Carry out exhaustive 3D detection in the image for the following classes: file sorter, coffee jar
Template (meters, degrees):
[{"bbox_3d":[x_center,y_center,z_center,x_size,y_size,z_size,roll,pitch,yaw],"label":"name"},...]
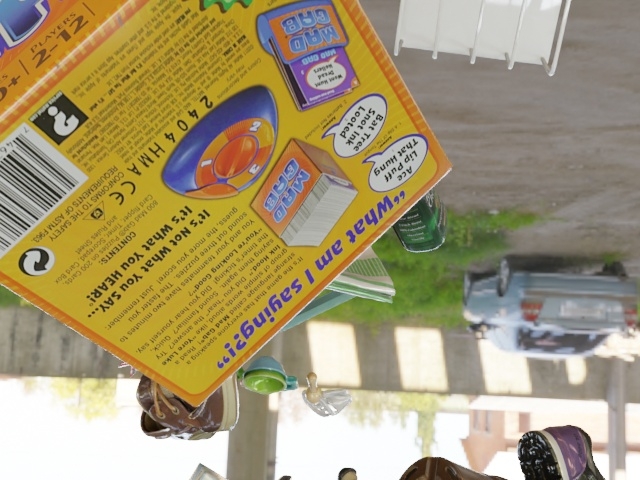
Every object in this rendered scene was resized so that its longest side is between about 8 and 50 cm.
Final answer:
[{"bbox_3d":[0.268,-0.395,1.273,0.277,0.193,0.173,9,-155,7],"label":"file sorter"},{"bbox_3d":[0.132,-0.066,1.150,0.079,0.096,0.184,-8,146,25],"label":"coffee jar"}]

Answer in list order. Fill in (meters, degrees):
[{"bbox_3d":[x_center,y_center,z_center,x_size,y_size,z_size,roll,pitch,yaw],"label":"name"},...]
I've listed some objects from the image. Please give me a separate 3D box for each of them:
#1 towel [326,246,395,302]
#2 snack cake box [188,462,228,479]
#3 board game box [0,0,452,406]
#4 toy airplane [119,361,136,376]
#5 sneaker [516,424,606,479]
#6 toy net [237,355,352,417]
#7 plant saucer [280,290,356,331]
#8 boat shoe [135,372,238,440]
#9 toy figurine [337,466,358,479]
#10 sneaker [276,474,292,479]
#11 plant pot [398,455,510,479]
[{"bbox_3d":[0.000,0.000,1.483,0.247,0.038,0.325,13,-154,-20],"label":"towel"},{"bbox_3d":[-0.273,0.590,1.512,0.089,0.264,0.152,34,165,-5],"label":"snack cake box"},{"bbox_3d":[-0.162,-0.134,0.746,0.356,0.356,0.356,45,178,44],"label":"board game box"},{"bbox_3d":[-0.382,0.254,1.651,0.151,0.028,0.151,-25,163,-8],"label":"toy airplane"},{"bbox_3d":[0.403,0.420,1.143,0.124,0.284,0.107,-2,163,-28],"label":"sneaker"},{"bbox_3d":[-0.047,0.248,1.220,0.122,0.045,0.232,-28,134,35],"label":"toy net"},{"bbox_3d":[-0.004,0.139,1.617,0.192,0.018,0.067,-26,-167,-3],"label":"plant saucer"},{"bbox_3d":[-0.198,0.219,1.069,0.123,0.123,0.342,-2,158,-21],"label":"boat shoe"},{"bbox_3d":[0.040,0.732,2.007,0.209,0.213,0.148,-19,-142,-26],"label":"toy figurine"},{"bbox_3d":[-0.183,0.681,1.894,0.146,0.123,0.330,17,-155,20],"label":"sneaker"},{"bbox_3d":[0.200,0.400,1.105,0.167,0.167,0.165,-6,145,46],"label":"plant pot"}]
